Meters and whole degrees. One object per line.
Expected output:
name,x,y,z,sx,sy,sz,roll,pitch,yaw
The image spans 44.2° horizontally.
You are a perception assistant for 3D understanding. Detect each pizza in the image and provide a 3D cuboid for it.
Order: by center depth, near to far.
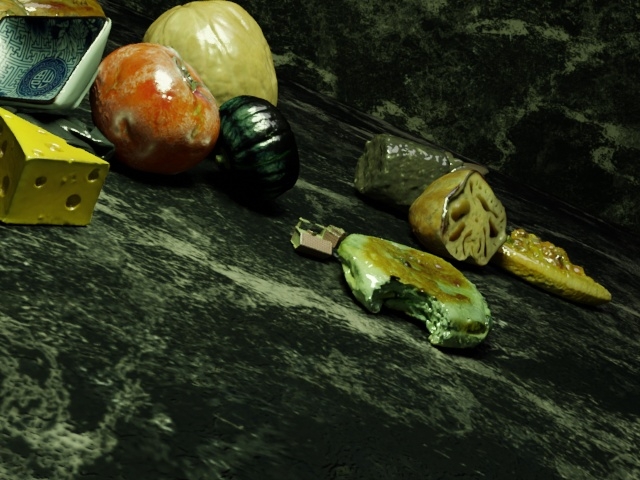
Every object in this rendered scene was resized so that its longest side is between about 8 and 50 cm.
pizza,0.514,0.064,1.821,0.257,0.087,0.268,1,31,-48

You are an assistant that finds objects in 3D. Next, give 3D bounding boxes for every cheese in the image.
cheese,-0.380,-0.099,1.002,0.171,0.093,0.126,33,19,28

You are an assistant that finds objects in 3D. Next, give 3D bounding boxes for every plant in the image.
plant,0.244,-0.138,1.876,0.320,0.182,0.194,20,12,-24

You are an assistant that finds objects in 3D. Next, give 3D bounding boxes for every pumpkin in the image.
pumpkin,-0.124,-0.164,1.419,0.140,0.202,0.202,-27,43,-22

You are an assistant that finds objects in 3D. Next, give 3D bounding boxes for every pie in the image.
pie,0.155,0.075,1.287,0.302,0.067,0.302,24,16,-7

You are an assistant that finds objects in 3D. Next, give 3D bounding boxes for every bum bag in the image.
bum bag,-0.429,-0.157,1.167,0.123,0.060,0.248,34,20,26

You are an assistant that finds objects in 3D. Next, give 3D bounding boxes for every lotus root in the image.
lotus root,0.270,-0.038,1.695,0.179,0.199,0.188,0,-49,49
lotus root,-0.624,-0.516,1.821,0.193,0.193,0.291,33,21,25

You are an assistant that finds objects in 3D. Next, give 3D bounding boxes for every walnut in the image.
walnut,-0.218,-0.324,1.590,0.277,0.313,0.252,-2,33,31

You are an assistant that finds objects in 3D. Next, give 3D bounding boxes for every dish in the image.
dish,-0.447,-0.268,1.257,0.243,0.182,0.080,9,-29,27

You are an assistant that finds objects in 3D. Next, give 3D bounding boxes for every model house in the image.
model house,0.000,0.000,1.311,0.083,0.057,0.058,20,12,-22

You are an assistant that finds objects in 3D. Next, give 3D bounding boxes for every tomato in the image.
tomato,-0.281,-0.215,1.330,0.232,0.188,0.232,52,13,-17

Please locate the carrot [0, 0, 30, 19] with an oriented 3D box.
carrot,-0.588,-0.363,1.456,0.138,0.139,0.302,10,32,-41
